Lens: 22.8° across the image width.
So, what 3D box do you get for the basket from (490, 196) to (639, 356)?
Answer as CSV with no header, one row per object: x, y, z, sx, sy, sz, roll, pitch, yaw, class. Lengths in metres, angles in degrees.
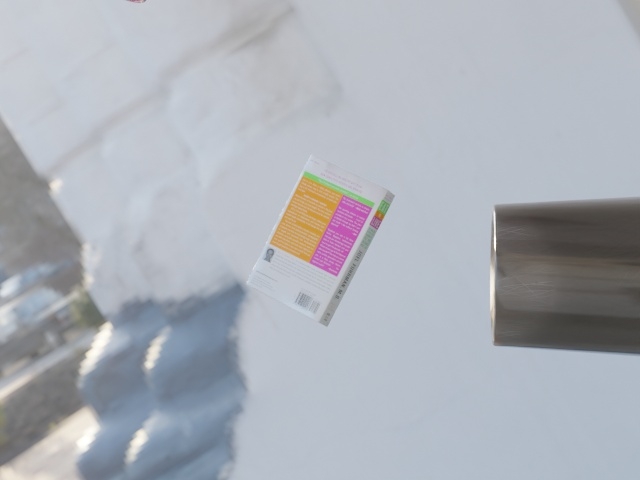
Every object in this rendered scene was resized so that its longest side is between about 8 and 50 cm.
0.265,0.031,1.403,0.227,0.154,0.204,1,8,5,basket

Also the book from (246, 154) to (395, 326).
0.000,0.000,1.551,0.144,0.096,0.035,-62,-34,-3,book

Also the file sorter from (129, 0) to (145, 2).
-0.175,-0.353,1.197,0.182,0.202,0.291,84,-154,-82,file sorter
